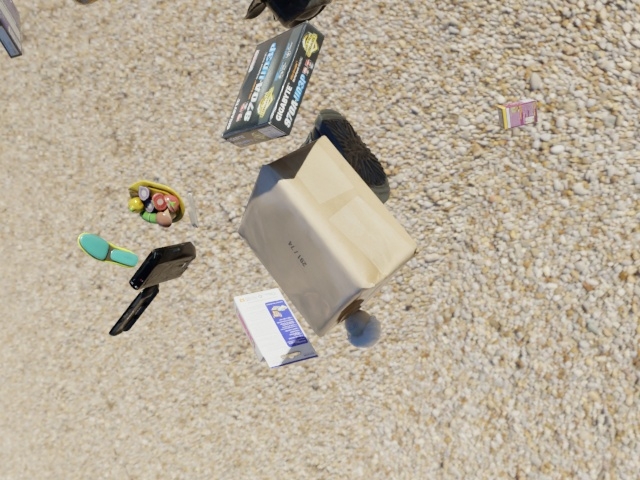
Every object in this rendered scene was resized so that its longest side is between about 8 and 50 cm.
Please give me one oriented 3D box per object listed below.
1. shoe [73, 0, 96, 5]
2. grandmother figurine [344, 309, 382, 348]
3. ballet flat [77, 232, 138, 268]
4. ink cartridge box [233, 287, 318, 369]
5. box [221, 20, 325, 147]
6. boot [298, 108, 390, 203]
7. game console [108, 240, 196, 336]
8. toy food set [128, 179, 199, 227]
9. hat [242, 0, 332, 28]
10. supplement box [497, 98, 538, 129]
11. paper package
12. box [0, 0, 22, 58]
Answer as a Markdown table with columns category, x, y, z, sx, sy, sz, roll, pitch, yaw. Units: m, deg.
| category | x | y | z | sx | sy | sz | roll | pitch | yaw |
| --- | --- | --- | --- | --- | --- | --- | --- | --- | --- |
| shoe | -0.362 | -0.424 | 0.888 | 0.077 | 0.058 | 0.219 | -29 | 53 | 4 |
| grandmother figurine | 0.036 | 0.114 | 1.460 | 0.342 | 0.104 | 0.208 | 57 | 134 | 17 |
| ballet flat | -0.731 | 0.042 | 2.011 | 0.077 | 0.231 | 0.077 | -6 | 65 | 41 |
| ink cartridge box | -0.163 | 0.313 | 2.062 | 0.371 | 0.176 | 0.069 | -129 | 36 | -47 |
| box | -0.092 | -0.293 | 1.135 | 0.175 | 0.051 | 0.220 | 0 | 67 | 52 |
| boot | 0.036 | -0.163 | 1.653 | 0.260 | 0.131 | 0.347 | -53 | 51 | 38 |
| game console | -0.507 | 0.147 | 1.719 | 0.044 | 0.213 | 0.361 | 44 | 107 | 10 |
| toy food set | -0.465 | -0.092 | 1.696 | 0.218 | 0.071 | 0.128 | 14 | 127 | 12 |
| hat | -0.045 | -0.647 | 1.549 | 0.134 | 0.331 | 0.331 | 47 | 129 | -12 |
| supplement box | 0.477 | -0.307 | 1.435 | 0.083 | 0.043 | 0.054 | -12 | 111 | 2 |
| paper package | 0.000 | 0.000 | 1.264 | 0.324 | 0.168 | 0.309 | 51 | 148 | 11 |
| box | -0.808 | -0.578 | 1.501 | 0.136 | 0.037 | 0.225 | 77 | 171 | -51 |
